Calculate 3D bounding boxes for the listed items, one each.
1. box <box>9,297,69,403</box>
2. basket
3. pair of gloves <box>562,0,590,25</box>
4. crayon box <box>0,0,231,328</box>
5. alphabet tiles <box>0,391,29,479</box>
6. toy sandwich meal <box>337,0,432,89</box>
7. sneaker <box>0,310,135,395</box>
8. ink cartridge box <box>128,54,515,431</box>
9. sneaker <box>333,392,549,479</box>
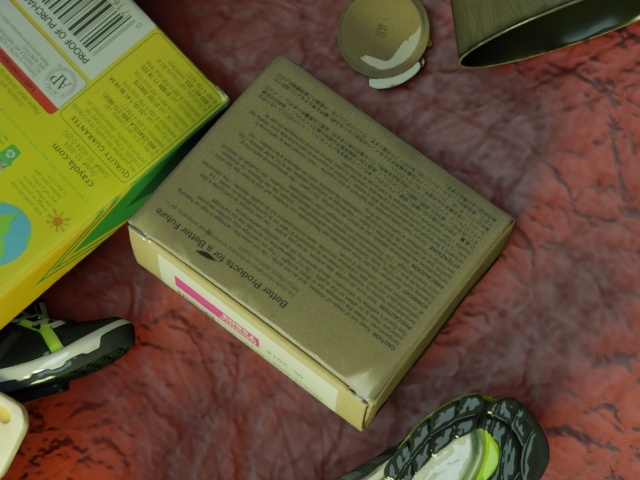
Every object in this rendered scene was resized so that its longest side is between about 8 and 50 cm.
[{"bbox_3d":[-0.259,0.098,1.336,0.067,0.018,0.083,-16,86,11],"label":"box"},{"bbox_3d":[0.167,-0.270,1.165,0.204,0.154,0.227,-18,84,15],"label":"basket"},{"bbox_3d":[0.197,-0.280,1.243,0.159,0.023,0.198,39,98,9],"label":"pair of gloves"},{"bbox_3d":[-0.254,-0.070,1.256,0.318,0.081,0.202,-41,80,-12],"label":"crayon box"},{"bbox_3d":[-0.356,0.223,1.246,0.284,0.021,0.278,27,90,22],"label":"alphabet tiles"},{"bbox_3d":[0.054,-0.166,1.269,0.085,0.029,0.086,-1,85,15],"label":"toy sandwich meal"},{"bbox_3d":[-0.271,0.081,1.285,0.234,0.084,0.097,-15,85,11],"label":"sneaker"},{"bbox_3d":[0.000,0.000,1.212,0.234,0.088,0.193,37,71,11],"label":"ink cartridge box"},{"bbox_3d":[0.048,0.221,1.211,0.300,0.121,0.111,-30,79,9],"label":"sneaker"}]
